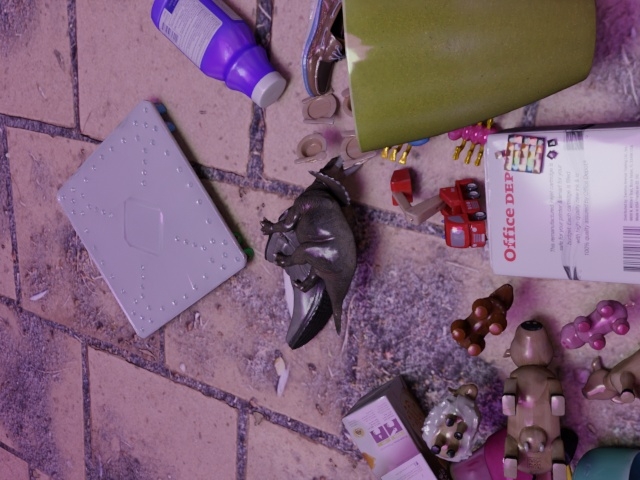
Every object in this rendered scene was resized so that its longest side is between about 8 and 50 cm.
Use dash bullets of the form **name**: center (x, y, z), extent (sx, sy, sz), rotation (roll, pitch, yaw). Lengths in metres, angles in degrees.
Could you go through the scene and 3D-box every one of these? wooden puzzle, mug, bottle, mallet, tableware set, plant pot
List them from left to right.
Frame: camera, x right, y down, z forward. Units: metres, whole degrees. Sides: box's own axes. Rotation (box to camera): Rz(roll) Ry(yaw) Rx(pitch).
- **bottle**: center (-0.180, -0.353, 1.282), extent (0.283, 0.092, 0.118), rotation (44, 124, 14)
- **tableware set**: center (0.028, -0.192, 1.198), extent (0.141, 0.020, 0.168), rotation (-6, 66, 21)
- **plant pot**: center (0.188, -0.263, 0.923), extent (0.293, 0.275, 0.275), rotation (-4, 104, 7)
- **wooden puzzle**: center (0.277, -0.117, 0.968), extent (0.083, 0.006, 0.049), rotation (12, 106, 30)
- **mallet**: center (0.416, 0.396, 1.176), extent (0.039, 0.062, 0.189), rotation (-7, 116, 35)
- **mug**: center (0.441, 0.394, 1.083), extent (0.097, 0.129, 0.157), rotation (-9, 56, 43)

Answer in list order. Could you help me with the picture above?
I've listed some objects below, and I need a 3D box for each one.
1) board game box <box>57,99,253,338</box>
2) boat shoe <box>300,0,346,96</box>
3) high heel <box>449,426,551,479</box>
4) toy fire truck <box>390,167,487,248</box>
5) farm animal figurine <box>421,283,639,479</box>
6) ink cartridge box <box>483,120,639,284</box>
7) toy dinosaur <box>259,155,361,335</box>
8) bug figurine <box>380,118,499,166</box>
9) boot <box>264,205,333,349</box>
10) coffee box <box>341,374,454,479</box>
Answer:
- **board game box**: center (-0.362, -0.035, 1.524), extent (0.390, 0.050, 0.390), rotation (-34, 85, 35)
- **boat shoe**: center (0.013, -0.326, 1.184), extent (0.066, 0.066, 0.183), rotation (16, 113, 26)
- **high heel**: center (0.384, 0.485, 1.169), extent (0.181, 0.127, 0.377), rotation (-39, 86, 30)
- **toy fire truck**: center (0.180, -0.052, 1.115), extent (0.135, 0.192, 0.047), rotation (-6, 123, 6)
- **farm animal figurine**: center (0.348, 0.215, 1.075), extent (0.330, 0.172, 0.326), rotation (16, 101, 14)
- **ink cartridge box**: center (0.388, -0.057, 0.992), extent (0.289, 0.121, 0.211), rotation (3, 106, 32)
- **toy dinosaur**: center (0.000, 0.000, 1.202), extent (0.160, 0.121, 0.313), rotation (-21, 70, 35)
- **bug figurine**: center (0.197, -0.239, 1.090), extent (0.216, 0.072, 0.279), rotation (25, 112, 17)
- **boot**: center (-0.042, 0.067, 1.343), extent (0.161, 0.083, 0.246), rotation (34, 113, 25)
- **coffee box**: center (0.156, 0.379, 1.254), extent (0.098, 0.141, 0.246), rotation (-34, 83, 18)
